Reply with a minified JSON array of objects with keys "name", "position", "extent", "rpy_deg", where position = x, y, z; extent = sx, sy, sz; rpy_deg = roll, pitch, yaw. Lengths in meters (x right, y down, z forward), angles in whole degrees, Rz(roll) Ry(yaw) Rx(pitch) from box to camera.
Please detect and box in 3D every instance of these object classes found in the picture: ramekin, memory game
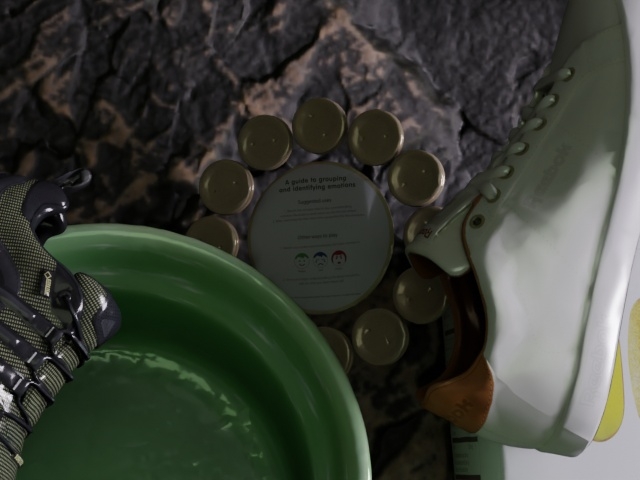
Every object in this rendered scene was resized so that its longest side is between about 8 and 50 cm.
[{"name":"ramekin","position":[-0.127,0.155,1.128],"extent":[0.303,0.148,0.303],"rpy_deg":[1,71,-3]},{"name":"memory game","position":[0.000,0.000,1.224],"extent":[0.186,0.012,0.186],"rpy_deg":[-1,86,18]}]

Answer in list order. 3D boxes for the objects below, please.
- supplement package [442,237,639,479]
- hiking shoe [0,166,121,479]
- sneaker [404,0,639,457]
[{"name":"supplement package","position":[0.159,0.112,1.213],"extent":[0.139,0.134,0.244],"rpy_deg":[-4,84,-9]},{"name":"hiking shoe","position":[-0.164,0.061,1.033],"extent":[0.114,0.086,0.226],"rpy_deg":[-6,70,-2]},{"name":"sneaker","position":[0.120,-0.028,1.102],"extent":[0.123,0.106,0.290],"rpy_deg":[12,80,-8]}]
